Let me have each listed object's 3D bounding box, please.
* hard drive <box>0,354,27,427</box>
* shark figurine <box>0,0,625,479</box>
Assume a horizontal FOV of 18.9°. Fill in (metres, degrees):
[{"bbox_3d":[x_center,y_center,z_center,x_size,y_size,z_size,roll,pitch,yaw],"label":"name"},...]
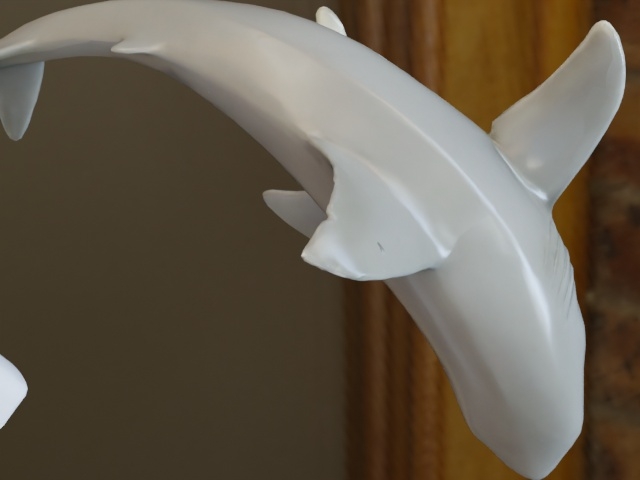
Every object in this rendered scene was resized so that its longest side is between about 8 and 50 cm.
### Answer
[{"bbox_3d":[-0.271,-0.041,0.750,0.210,0.319,0.040,28,-103,39],"label":"hard drive"},{"bbox_3d":[-0.014,-0.024,0.643,0.278,0.116,0.166,29,-55,0],"label":"shark figurine"}]
